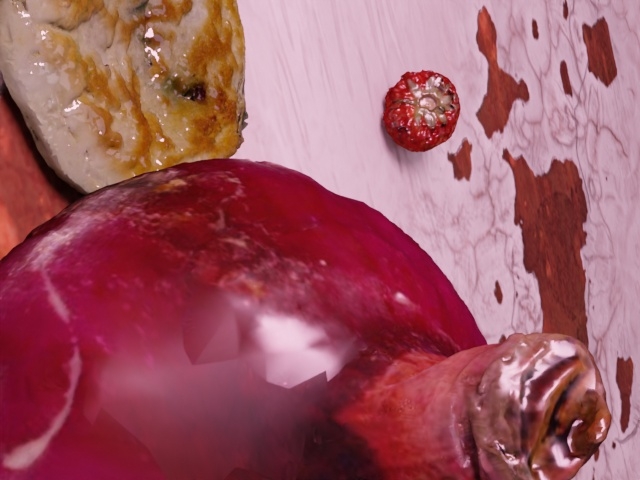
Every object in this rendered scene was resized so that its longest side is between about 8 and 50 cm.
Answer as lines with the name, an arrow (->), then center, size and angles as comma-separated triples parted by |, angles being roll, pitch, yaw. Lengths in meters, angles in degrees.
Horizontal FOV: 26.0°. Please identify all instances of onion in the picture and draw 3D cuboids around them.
onion -> -0.011, 0.109, 0.739 | 0.348, 0.385, 0.347 | 13, 70, -40

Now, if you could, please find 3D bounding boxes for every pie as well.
pie -> -0.122, -0.131, 0.902 | 0.240, 0.054, 0.240 | 13, 74, -57

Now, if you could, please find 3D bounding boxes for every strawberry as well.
strawberry -> 0.088, -0.109, 1.227 | 0.083, 0.073, 0.073 | 106, -12, -75
